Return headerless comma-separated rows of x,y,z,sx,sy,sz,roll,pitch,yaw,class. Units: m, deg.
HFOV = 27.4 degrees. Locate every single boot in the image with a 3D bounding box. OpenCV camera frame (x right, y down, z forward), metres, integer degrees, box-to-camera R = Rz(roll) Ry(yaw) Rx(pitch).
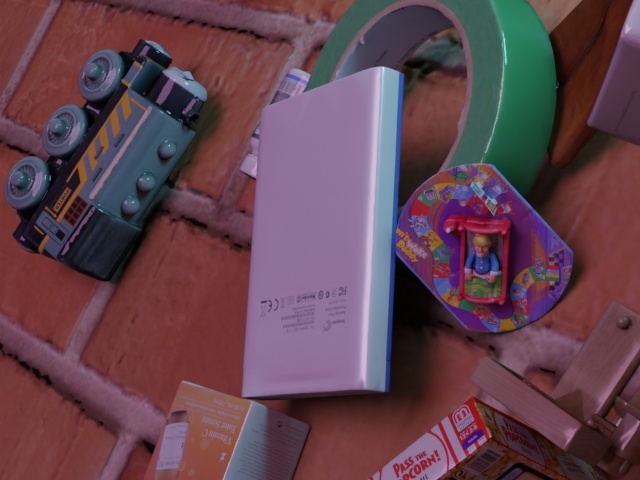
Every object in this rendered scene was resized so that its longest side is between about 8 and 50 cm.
0.279,-0.164,1.171,0.280,0.096,0.264,-51,36,41,boot

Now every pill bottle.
-0.035,-0.126,1.544,0.078,0.078,0.137,28,89,50,pill bottle

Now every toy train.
-0.281,-0.105,1.750,0.190,0.142,0.334,37,93,37,toy train

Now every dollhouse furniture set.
0.225,0.107,1.084,0.144,0.151,0.123,36,94,47,dollhouse furniture set

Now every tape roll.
0.099,-0.126,1.357,0.321,0.077,0.321,-23,60,48,tape roll

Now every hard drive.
0.000,0.000,1.345,0.210,0.040,0.318,-12,70,52,hard drive

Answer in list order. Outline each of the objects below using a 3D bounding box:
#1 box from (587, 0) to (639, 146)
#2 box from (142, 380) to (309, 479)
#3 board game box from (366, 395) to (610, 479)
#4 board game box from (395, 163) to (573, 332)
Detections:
0.380,-0.113,0.880,0.345,0.215,0.168,23,83,9,box
-0.109,0.250,1.384,0.130,0.091,0.170,6,71,47,box
0.135,0.216,1.077,0.147,0.193,0.045,-41,43,19,board game box
0.146,0.015,1.219,0.133,0.168,0.033,-42,2,26,board game box
